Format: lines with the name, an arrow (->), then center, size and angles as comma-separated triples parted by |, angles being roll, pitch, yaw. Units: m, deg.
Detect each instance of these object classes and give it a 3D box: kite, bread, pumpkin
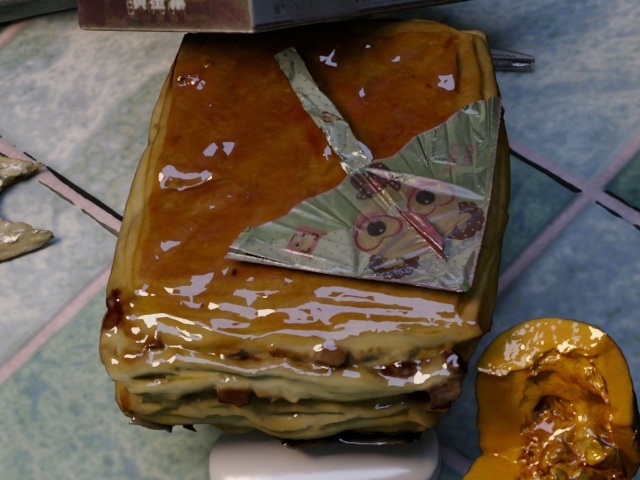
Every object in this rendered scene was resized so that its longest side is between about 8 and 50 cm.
kite -> 0.028, -0.049, 1.328 | 0.229, 0.012, 0.250 | -27, 55, -15
bread -> 0.000, 0.000, 1.405 | 0.277, 0.167, 0.324 | 0, 55, 7
pumpkin -> 0.157, 0.155, 1.311 | 0.119, 0.107, 0.183 | 9, 72, 18

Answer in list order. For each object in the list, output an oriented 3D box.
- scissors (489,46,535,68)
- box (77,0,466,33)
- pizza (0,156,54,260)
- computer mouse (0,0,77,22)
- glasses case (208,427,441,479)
scissors -> 0.117, -0.151, 1.592 | 0.119, 0.014, 0.058 | 8, 60, 17
box -> -0.007, -0.194, 1.477 | 0.180, 0.047, 0.325 | 6, 15, 41
pizza -> -0.338, -0.019, 1.545 | 0.262, 0.034, 0.181 | 1, 54, 8
computer mouse -> -0.180, -0.298, 1.658 | 0.374, 0.114, 0.203 | -18, 68, -6
glasses case -> 0.003, 0.157, 1.369 | 0.164, 0.041, 0.063 | -5, 53, 3
